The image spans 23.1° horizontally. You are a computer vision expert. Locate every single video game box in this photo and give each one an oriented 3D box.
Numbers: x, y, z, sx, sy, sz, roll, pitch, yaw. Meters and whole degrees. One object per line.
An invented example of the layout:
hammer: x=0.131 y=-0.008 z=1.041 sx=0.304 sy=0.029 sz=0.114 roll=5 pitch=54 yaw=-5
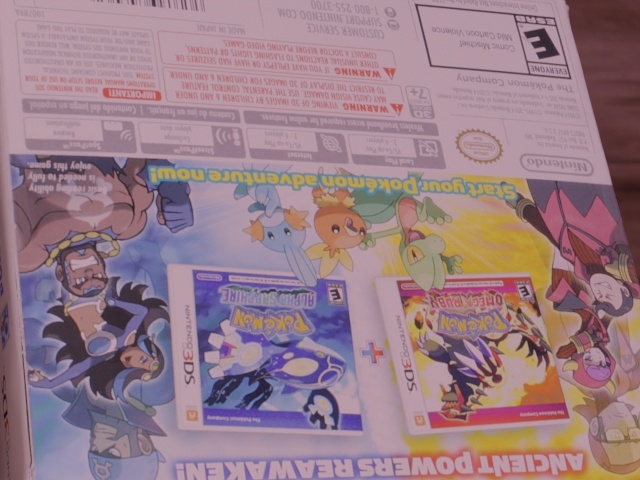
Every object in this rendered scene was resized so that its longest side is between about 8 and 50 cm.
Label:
video game box: x=0.000 y=0.000 z=0.483 sx=0.205 sy=0.048 sz=0.187 roll=2 pitch=59 yaw=-23
